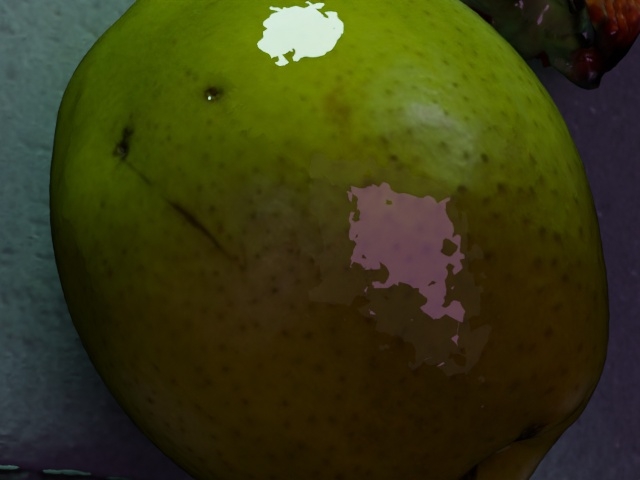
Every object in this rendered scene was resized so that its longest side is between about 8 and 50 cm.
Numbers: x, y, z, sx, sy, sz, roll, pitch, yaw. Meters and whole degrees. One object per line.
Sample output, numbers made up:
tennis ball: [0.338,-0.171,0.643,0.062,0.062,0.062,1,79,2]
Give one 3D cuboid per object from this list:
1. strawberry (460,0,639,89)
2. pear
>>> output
strawberry: [0.163,-0.272,1.413,0.233,0.138,0.306,43,43,-36]
pear: [0.000,0.000,1.175,0.362,0.362,0.418,-27,68,-24]
